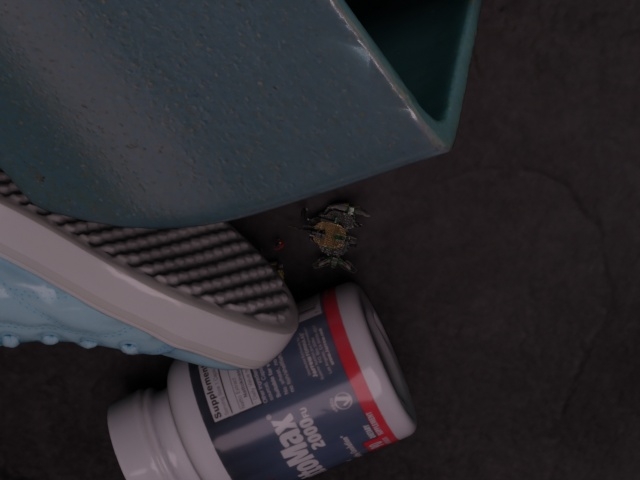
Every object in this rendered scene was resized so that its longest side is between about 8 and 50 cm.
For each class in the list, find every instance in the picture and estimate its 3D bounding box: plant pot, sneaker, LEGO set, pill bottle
[{"bbox_3d":[-0.084,-0.150,0.997,0.252,0.248,0.247,-26,117,28],"label":"plant pot"},{"bbox_3d":[-0.199,0.014,1.132,0.366,0.135,0.150,24,120,-6],"label":"sneaker"},{"bbox_3d":[-0.002,-0.001,1.195,0.083,0.023,0.054,-14,115,17],"label":"LEGO set"},{"bbox_3d":[-0.039,0.108,1.194,0.180,0.108,0.108,-23,116,7],"label":"pill bottle"}]
